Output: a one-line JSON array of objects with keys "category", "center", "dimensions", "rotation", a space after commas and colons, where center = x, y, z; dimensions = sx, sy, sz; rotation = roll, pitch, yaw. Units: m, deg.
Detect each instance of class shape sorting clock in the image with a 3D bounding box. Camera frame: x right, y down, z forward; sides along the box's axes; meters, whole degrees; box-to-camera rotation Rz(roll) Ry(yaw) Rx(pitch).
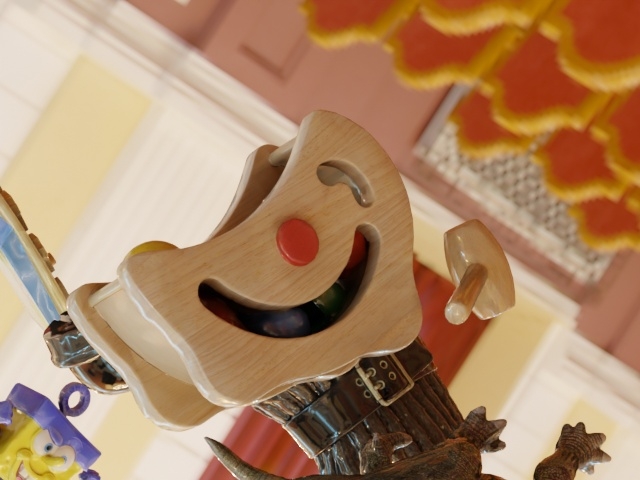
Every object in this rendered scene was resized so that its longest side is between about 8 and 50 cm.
[{"category": "shape sorting clock", "center": [-0.251, 0.027, 1.454], "dimensions": [0.206, 0.040, 0.206], "rotation": [52, 167, 18]}]

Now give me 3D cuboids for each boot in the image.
[{"category": "boot", "center": [-0.030, 0.123, 1.298], "dimensions": [0.131, 0.348, 0.260], "rotation": [-17, 93, 51]}]

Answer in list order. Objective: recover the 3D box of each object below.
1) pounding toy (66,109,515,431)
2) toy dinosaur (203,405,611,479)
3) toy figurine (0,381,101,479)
[{"category": "pounding toy", "center": [0.000, 0.000, 0.974], "dimensions": [0.155, 0.269, 0.154], "rotation": [-29, 81, 51]}, {"category": "toy dinosaur", "center": [0.078, 0.162, 0.927], "dimensions": [0.313, 0.121, 0.160], "rotation": [28, -157, 6]}, {"category": "toy figurine", "center": [-0.349, 0.208, 1.754], "dimensions": [0.191, 0.217, 0.362], "rotation": [28, 158, 52]}]
